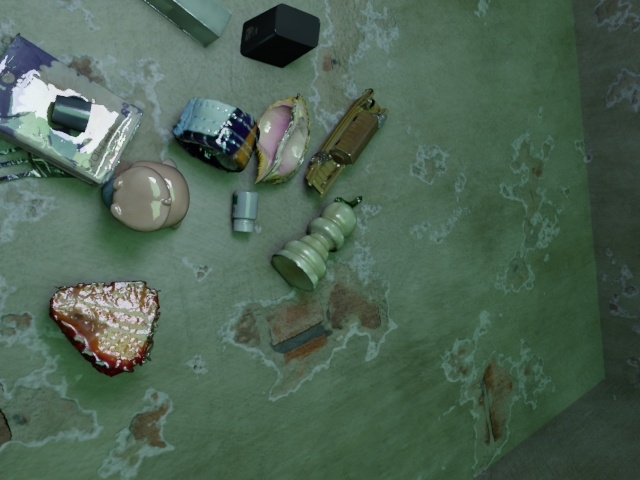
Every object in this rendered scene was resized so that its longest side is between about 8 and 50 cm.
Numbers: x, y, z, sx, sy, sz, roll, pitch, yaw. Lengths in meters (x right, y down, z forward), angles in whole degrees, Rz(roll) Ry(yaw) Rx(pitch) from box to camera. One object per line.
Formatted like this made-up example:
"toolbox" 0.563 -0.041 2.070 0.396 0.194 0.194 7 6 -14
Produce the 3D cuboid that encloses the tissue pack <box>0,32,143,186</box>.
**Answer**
"tissue pack" -0.665 -0.320 1.284 0.344 0.125 0.242 32 71 -32

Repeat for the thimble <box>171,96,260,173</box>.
"thimble" -0.304 -0.308 1.462 0.237 0.237 0.150 30 74 -31

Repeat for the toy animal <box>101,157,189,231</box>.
"toy animal" -0.466 -0.123 1.375 0.230 0.221 0.209 -3 100 -31

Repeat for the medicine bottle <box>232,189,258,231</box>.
"medicine bottle" -0.242 -0.094 1.602 0.080 0.080 0.130 5 92 -33

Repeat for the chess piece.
"chess piece" 0.000 0.000 1.726 0.330 0.182 0.182 -50 117 -25

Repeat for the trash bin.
"trash bin" -0.124 -0.629 1.545 0.165 0.226 0.114 7 91 -33

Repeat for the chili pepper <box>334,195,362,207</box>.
"chili pepper" 0.106 -0.136 1.846 0.118 0.035 0.055 -5 114 -28

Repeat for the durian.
"durian" -0.112 -0.306 1.633 0.196 0.186 0.304 17 89 -51

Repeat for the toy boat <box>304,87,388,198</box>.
"toy boat" 0.096 -0.333 1.747 0.136 0.162 0.445 46 71 -29

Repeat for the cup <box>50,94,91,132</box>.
"cup" -0.603 -0.317 1.212 0.077 0.078 0.100 13 49 -32

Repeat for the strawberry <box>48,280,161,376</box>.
"strawberry" -0.592 0.248 1.379 0.281 0.150 0.253 1 73 -30

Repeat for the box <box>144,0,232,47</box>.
"box" -0.386 -0.673 1.432 0.225 0.130 0.086 31 78 -31

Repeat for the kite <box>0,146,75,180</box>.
"kite" -0.749 -0.212 1.307 0.245 0.015 0.141 -22 103 -35
